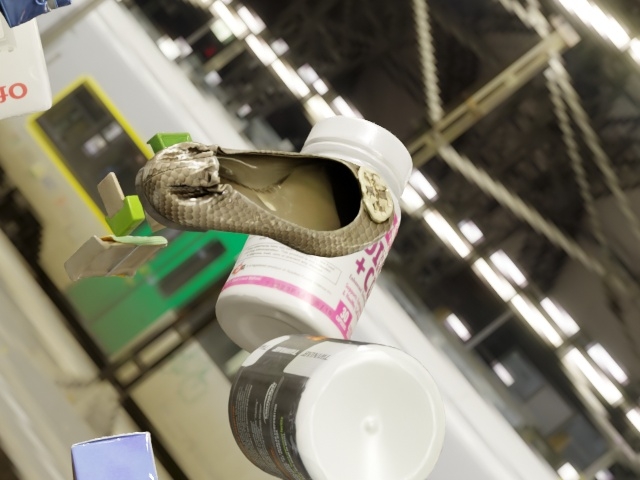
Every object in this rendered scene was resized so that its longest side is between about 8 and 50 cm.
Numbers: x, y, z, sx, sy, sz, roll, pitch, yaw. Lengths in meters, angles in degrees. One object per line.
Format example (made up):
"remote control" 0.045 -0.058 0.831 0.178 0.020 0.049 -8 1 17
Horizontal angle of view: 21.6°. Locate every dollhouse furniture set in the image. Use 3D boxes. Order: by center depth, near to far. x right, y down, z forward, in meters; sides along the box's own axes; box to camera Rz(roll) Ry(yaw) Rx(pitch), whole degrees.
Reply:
"dollhouse furniture set" -0.159 -0.026 1.413 0.076 0.152 0.058 -5 63 -46

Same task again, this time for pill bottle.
"pill bottle" 0.000 0.145 1.412 0.130 0.130 0.246 53 -16 -12
"pill bottle" 0.000 0.000 1.995 0.160 0.283 0.160 18 -29 11

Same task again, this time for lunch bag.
"lunch bag" -0.240 -0.221 1.358 0.098 0.065 0.067 53 -16 46

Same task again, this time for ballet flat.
"ballet flat" -0.026 -0.038 1.252 0.250 0.058 0.084 7 57 -43

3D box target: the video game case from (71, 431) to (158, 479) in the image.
"video game case" -0.125 0.312 1.199 0.244 0.061 0.269 98 -20 -56

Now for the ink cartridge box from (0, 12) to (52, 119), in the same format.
"ink cartridge box" -0.399 -0.252 1.691 0.117 0.207 0.283 -127 -155 -70
